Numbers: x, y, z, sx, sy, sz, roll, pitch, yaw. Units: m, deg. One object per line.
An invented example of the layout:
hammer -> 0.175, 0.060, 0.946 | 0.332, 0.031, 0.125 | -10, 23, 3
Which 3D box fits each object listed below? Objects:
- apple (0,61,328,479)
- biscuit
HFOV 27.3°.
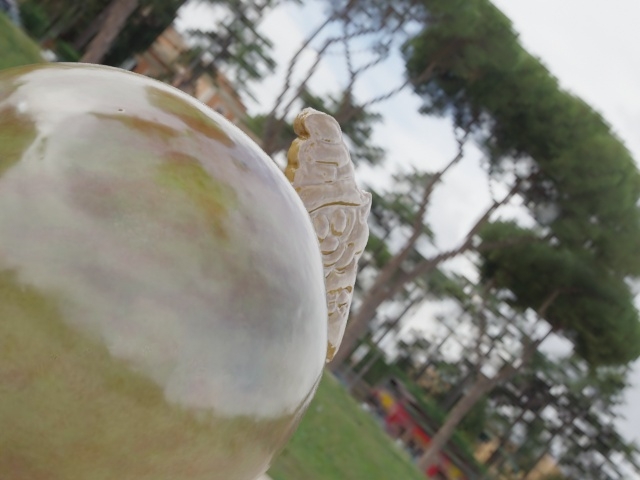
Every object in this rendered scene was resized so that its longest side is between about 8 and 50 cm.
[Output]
apple -> -0.125, 0.039, 0.692 | 0.234, 0.256, 0.257 | 19, 8, -34
biscuit -> 0.000, 0.000, 1.234 | 0.035, 0.162, 0.250 | 14, -64, 38
